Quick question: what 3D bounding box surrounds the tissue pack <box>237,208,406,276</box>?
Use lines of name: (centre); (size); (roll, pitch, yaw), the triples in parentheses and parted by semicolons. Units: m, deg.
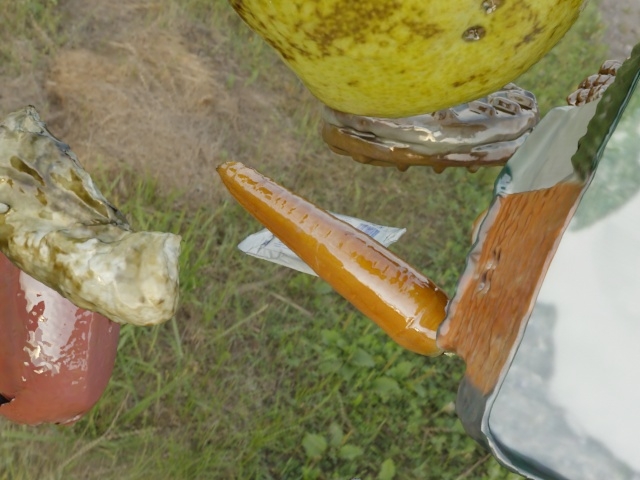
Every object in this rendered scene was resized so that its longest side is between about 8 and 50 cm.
tissue pack: (0.000, 0.000, 1.107); (0.193, 0.026, 0.122); (16, 46, 37)

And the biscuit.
biscuit: (0.160, -0.181, 1.253); (0.332, 0.103, 0.332); (2, 21, -1)

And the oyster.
oyster: (-0.200, -0.015, 0.649); (0.094, 0.294, 0.166); (-42, 108, -15)

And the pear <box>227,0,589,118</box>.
pear: (0.047, -0.158, 0.388); (0.197, 0.197, 0.197); (14, 46, -15)

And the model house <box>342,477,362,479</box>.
model house: (0.075, 0.337, 0.756); (0.141, 0.164, 0.203); (-2, 54, 18)

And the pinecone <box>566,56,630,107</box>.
pinecone: (0.348, -0.118, 0.938); (0.174, 0.173, 0.173); (14, 46, -15)

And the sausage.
sausage: (-0.308, 0.085, 0.982); (0.152, 0.279, 0.152); (11, 10, -2)

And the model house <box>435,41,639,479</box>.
model house: (0.202, 0.020, 0.595); (0.190, 0.271, 0.301); (23, 1, -7)

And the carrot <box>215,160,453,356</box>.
carrot: (0.010, 0.006, 0.710); (0.271, 0.062, 0.066); (37, 35, 12)
